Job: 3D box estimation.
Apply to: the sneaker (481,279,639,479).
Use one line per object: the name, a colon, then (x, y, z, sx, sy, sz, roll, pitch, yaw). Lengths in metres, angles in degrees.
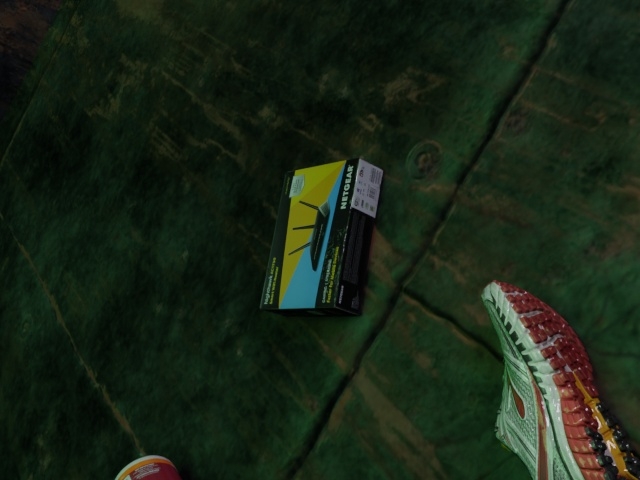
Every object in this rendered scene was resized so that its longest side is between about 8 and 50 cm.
sneaker: (0.176, 0.130, 0.689, 0.093, 0.088, 0.225, -40, 46, 30)

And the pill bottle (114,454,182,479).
pill bottle: (-0.190, 0.339, 0.999, 0.086, 0.086, 0.152, -58, 40, 10)

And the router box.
router box: (0.000, 0.000, 0.980, 0.133, 0.046, 0.179, -7, 67, 47)
